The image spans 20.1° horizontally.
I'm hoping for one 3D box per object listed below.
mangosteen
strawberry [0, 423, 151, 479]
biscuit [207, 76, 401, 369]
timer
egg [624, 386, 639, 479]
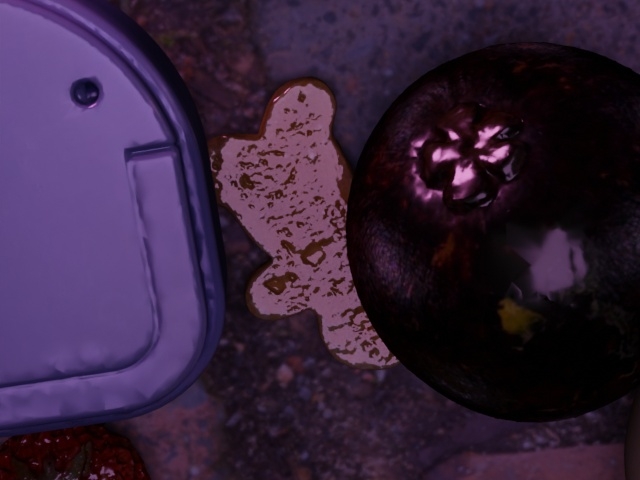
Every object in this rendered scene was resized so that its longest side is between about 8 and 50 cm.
[{"bbox_3d":[0.156,-0.001,1.303,0.288,0.288,0.288,0,102,-1],"label":"mangosteen"},{"bbox_3d":[-0.201,0.209,1.428,0.145,0.086,0.145,0,100,-2],"label":"strawberry"},{"bbox_3d":[0.000,0.000,1.412,0.153,0.030,0.234,-34,101,7],"label":"biscuit"},{"bbox_3d":[-0.263,-0.044,1.327,0.395,0.173,0.394,0,103,1],"label":"timer"},{"bbox_3d":[0.332,0.136,1.366,0.189,0.188,0.253,34,105,-8],"label":"egg"}]
